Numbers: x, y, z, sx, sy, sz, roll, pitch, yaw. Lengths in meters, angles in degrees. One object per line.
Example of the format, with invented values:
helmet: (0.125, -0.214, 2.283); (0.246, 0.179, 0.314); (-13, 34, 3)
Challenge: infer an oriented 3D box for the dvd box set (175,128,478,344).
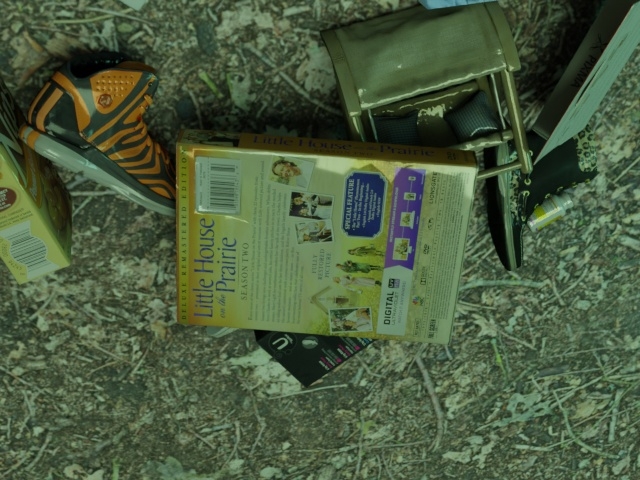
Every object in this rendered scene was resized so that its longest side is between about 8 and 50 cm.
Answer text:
dvd box set: (0.000, 0.000, 1.495); (0.420, 0.062, 0.308); (4, 120, 1)

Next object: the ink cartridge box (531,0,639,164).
ink cartridge box: (0.395, -0.259, 1.494); (0.060, 0.239, 0.275); (38, 125, 16)

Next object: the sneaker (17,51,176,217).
sneaker: (-0.260, -0.155, 1.478); (0.321, 0.124, 0.180); (28, 94, -48)

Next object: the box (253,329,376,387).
box: (0.027, 0.084, 1.685); (0.270, 0.165, 0.143); (-36, 124, 12)

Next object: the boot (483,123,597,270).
boot: (0.367, -0.074, 1.688); (0.178, 0.085, 0.236); (-11, 108, -8)

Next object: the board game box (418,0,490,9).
board game box: (0.199, -0.402, 1.461); (0.168, 0.033, 0.133); (-8, 97, 0)

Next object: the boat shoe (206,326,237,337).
boat shoe: (-0.148, 0.138, 1.767); (0.100, 0.035, 0.035); (-33, 152, 6)

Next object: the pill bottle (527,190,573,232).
pill bottle: (0.388, -0.051, 1.753); (0.083, 0.043, 0.043); (-29, 126, 7)

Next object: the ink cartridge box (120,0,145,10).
ink cartridge box: (-0.251, -0.442, 1.324); (0.189, 0.066, 0.232); (30, 117, -29)

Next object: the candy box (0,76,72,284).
candy box: (-0.451, -0.117, 1.421); (0.087, 0.183, 0.316); (-21, 126, 2)

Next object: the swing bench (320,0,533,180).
swing bench: (0.158, -0.209, 1.515); (0.253, 0.165, 0.255); (-17, 126, -1)
